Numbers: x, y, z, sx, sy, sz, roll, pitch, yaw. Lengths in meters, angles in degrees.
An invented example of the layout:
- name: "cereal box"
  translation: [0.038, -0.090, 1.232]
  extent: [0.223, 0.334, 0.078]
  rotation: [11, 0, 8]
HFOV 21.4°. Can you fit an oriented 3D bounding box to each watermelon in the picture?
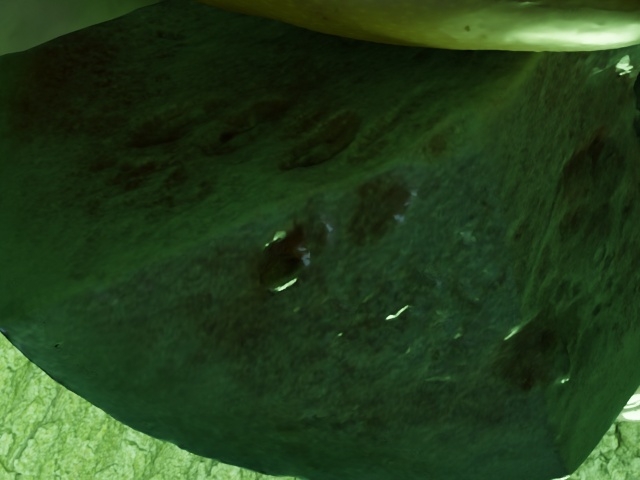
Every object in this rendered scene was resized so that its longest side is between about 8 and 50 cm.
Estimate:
- name: "watermelon"
  translation: [0.035, -0.037, 0.740]
  extent: [0.387, 0.258, 0.228]
  rotation: [8, -134, -37]

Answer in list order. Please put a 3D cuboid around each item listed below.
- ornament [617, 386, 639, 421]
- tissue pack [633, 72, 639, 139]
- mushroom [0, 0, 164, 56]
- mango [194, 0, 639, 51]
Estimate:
- name: "ornament"
  translation: [0.253, 0.052, 1.371]
  extent: [0.177, 0.177, 0.177]
  rotation: [26, 175, 2]
- name: "tissue pack"
  translation: [0.171, -0.052, 0.963]
  extent: [0.215, 0.123, 0.257]
  rotation: [20, 173, 42]
- name: "mushroom"
  translation: [-0.244, -0.165, 1.026]
  extent: [0.353, 0.353, 0.325]
  rotation: [-171, 60, -75]
- name: "mango"
  translation: [0.008, -0.148, 0.624]
  extent: [0.359, 0.144, 0.187]
  rotation: [18, -157, 29]
